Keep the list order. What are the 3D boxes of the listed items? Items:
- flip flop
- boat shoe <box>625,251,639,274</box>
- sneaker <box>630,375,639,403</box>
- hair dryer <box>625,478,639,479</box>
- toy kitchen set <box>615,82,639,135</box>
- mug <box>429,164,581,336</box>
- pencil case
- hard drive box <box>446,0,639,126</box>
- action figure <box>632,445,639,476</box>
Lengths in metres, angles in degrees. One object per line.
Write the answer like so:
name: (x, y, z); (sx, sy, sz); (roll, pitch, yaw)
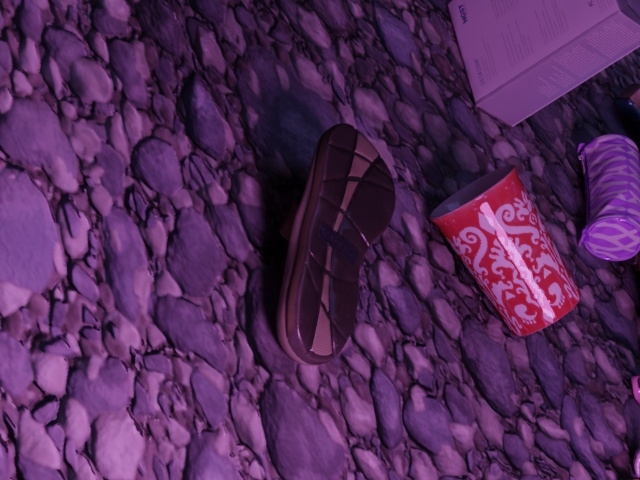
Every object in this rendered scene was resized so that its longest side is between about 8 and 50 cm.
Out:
flip flop: (0.000, 0.000, 1.419); (0.112, 0.080, 0.277); (41, 50, -34)
boat shoe: (0.476, 0.005, 2.021); (0.132, 0.130, 0.355); (29, 47, -35)
sneaker: (0.448, 0.199, 1.878); (0.119, 0.057, 0.047); (32, 37, -38)
hair dryer: (0.407, 0.413, 1.608); (0.223, 0.080, 0.293); (47, 33, -18)
toy kitchen set: (0.491, -0.139, 2.235); (0.122, 0.166, 0.207); (50, -5, -13)
mug: (0.223, 0.007, 1.684); (0.169, 0.113, 0.150); (57, 33, -7)
pencil case: (0.397, -0.063, 2.016); (0.088, 0.086, 0.206); (13, 40, -4)
hard drive box: (0.296, -0.290, 1.928); (0.089, 0.232, 0.181); (23, 46, -44)
action figure: (0.539, 0.258, 1.720); (0.248, 0.275, 0.370); (46, -11, 37)
